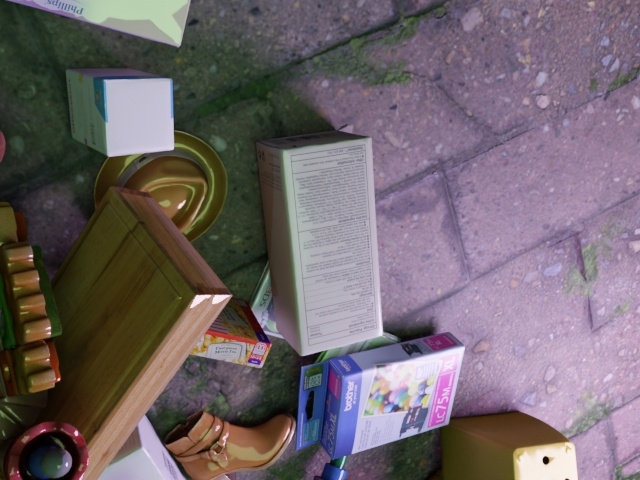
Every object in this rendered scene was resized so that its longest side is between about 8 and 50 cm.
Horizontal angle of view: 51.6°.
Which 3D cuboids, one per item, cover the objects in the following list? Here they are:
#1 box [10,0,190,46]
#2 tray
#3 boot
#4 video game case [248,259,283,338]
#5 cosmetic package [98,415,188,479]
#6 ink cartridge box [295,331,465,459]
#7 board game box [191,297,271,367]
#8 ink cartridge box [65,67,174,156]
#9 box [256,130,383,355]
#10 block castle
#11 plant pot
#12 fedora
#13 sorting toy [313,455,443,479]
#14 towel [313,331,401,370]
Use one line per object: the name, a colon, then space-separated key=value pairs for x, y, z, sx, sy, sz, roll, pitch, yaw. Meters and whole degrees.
box: x=-0.252 y=-0.379 z=0.777 sx=0.213 sy=0.117 sz=0.243 roll=8 pitch=106 yaw=-25
tray: x=-0.304 y=0.154 z=0.869 sx=0.411 sy=0.203 sz=0.076 roll=-53 pitch=152 yaw=18
boot: x=-0.151 y=0.332 z=1.126 sx=0.197 sy=0.073 sz=0.152 roll=-40 pitch=115 yaw=-6
video game case: x=-0.016 y=0.091 z=1.112 sx=0.190 sy=0.022 sz=0.173 roll=19 pitch=102 yaw=-27
cosmetic package: x=-0.337 y=0.413 z=1.041 sx=0.224 sy=0.138 sz=0.224 roll=-28 pitch=118 yaw=-10
ink cartridge box: x=0.108 y=0.281 z=1.190 sx=0.310 sy=0.065 sz=0.186 roll=-6 pitch=117 yaw=-25
board game box: x=-0.185 y=0.119 z=0.983 sx=0.193 sy=0.147 sz=0.045 roll=16 pitch=104 yaw=-27
ink cartridge box: x=-0.261 y=-0.170 z=0.849 sx=0.089 sy=0.143 sz=0.092 roll=-13 pitch=116 yaw=-36
box: x=0.000 y=0.000 z=1.004 sx=0.147 sy=0.121 sz=0.312 roll=-10 pitch=107 yaw=-21
block castle: x=-0.445 y=0.094 z=0.695 sx=0.302 sy=0.212 sz=0.454 roll=-13 pitch=85 yaw=-41
plant pot: x=0.374 y=0.455 z=1.275 sx=0.212 sy=0.187 sz=0.213 roll=1 pitch=82 yaw=-22
fedora: x=-0.219 y=-0.061 z=0.937 sx=0.194 sy=0.079 sz=0.195 roll=-8 pitch=113 yaw=-20
sorting toy: x=0.141 y=0.480 z=1.298 sx=0.365 sy=0.127 sz=0.126 roll=30 pitch=74 yaw=-31
towel: x=0.069 y=0.203 z=1.174 sx=0.152 sy=0.023 sz=0.113 roll=26 pitch=98 yaw=-40
